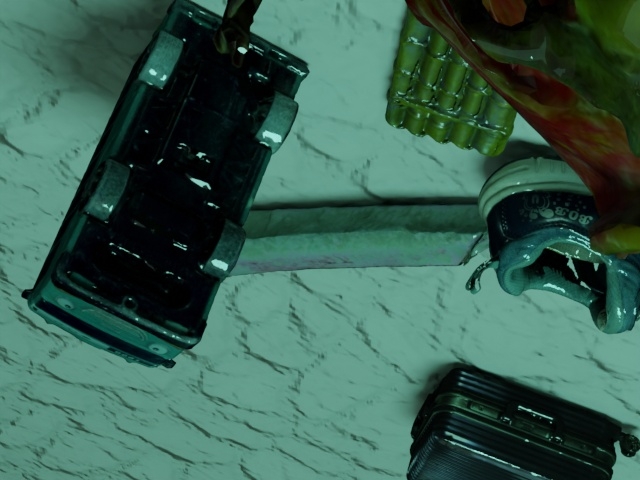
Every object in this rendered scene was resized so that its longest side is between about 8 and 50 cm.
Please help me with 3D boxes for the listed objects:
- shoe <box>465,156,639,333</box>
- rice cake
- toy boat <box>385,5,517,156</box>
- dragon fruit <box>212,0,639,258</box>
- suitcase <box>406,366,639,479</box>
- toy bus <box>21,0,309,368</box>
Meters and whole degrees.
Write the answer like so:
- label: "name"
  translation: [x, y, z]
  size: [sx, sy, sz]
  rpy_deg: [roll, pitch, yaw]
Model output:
- label: "shoe"
  translation: [0.142, 0.011, 0.918]
  size: [0.143, 0.071, 0.064]
  rpy_deg: [18, 150, -6]
- label: "rice cake"
  translation: [0.000, 0.000, 1.015]
  size: [0.208, 0.033, 0.033]
  rpy_deg: [-3, 133, 30]
- label: "toy boat"
  translation: [0.065, -0.080, 0.867]
  size: [0.063, 0.016, 0.115]
  rpy_deg: [17, 149, 3]
- label: "dragon fruit"
  translation: [0.154, -0.096, 0.572]
  size: [0.250, 0.269, 0.291]
  rpy_deg: [8, 145, 36]
- label: "suitcase"
  translation: [0.116, 0.129, 1.127]
  size: [0.126, 0.059, 0.086]
  rpy_deg: [20, 148, -1]
- label: "toy bus"
  translation: [-0.074, -0.021, 0.900]
  size: [0.079, 0.160, 0.092]
  rpy_deg: [27, 150, -12]
